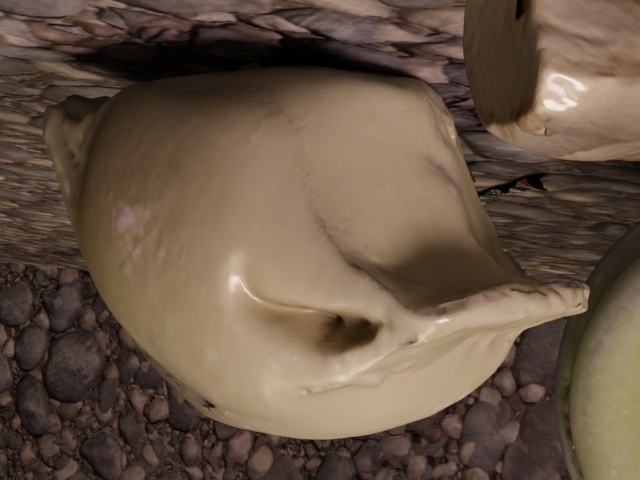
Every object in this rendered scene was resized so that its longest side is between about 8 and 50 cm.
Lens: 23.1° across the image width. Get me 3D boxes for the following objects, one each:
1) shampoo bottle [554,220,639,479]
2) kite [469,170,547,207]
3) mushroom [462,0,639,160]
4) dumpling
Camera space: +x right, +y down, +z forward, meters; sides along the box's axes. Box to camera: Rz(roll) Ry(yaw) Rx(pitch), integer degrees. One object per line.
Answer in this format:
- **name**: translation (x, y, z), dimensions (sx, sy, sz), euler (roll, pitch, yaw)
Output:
- **shampoo bottle**: translation (0.336, 0.114, 1.134), dimensions (0.322, 0.323, 0.317), euler (5, 180, 21)
- **kite**: translation (0.090, -0.041, 1.425), dimensions (0.204, 0.022, 0.360), euler (13, 173, -15)
- **mushroom**: translation (0.143, -0.077, 0.692), dimensions (0.108, 0.096, 0.247), euler (1, 176, 43)
- **dumpling**: translation (0.000, 0.000, 1.013), dimensions (0.395, 0.233, 0.315), euler (21, -174, 39)
